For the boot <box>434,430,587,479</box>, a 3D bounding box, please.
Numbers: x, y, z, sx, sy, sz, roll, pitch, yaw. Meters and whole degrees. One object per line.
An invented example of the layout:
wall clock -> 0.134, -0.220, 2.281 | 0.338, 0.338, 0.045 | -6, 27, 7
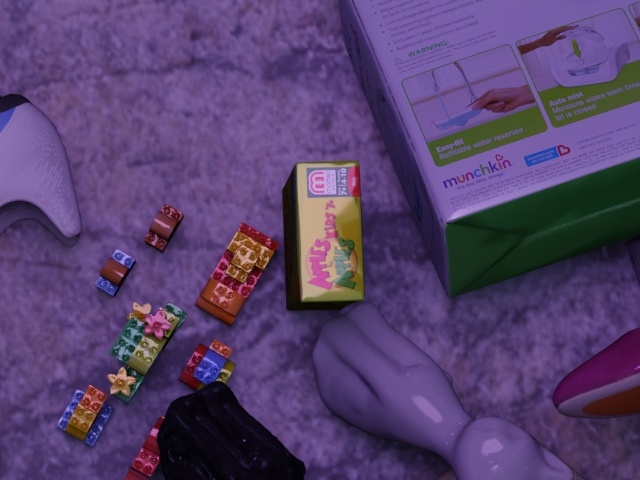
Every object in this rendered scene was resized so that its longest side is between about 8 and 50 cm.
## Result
boot -> 0.054, 0.204, 1.356 | 0.262, 0.095, 0.203 | 20, 50, 33

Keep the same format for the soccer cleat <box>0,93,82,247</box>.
soccer cleat -> -0.321, 0.017, 1.336 | 0.331, 0.116, 0.143 | -28, 88, -6

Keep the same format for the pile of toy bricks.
pile of toy bricks -> -0.117, 0.071, 1.353 | 0.118, 0.105, 0.212 | 30, 85, -2

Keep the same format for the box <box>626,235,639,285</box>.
box -> 0.284, 0.031, 1.385 | 0.087, 0.101, 0.102 | -17, 88, -4

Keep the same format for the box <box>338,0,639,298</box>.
box -> 0.168, -0.121, 1.337 | 0.262, 0.127, 0.231 | -19, 63, -5

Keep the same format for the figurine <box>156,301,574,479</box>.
figurine -> 0.034, 0.152, 1.290 | 0.215, 0.209, 0.092 | -27, 130, -25

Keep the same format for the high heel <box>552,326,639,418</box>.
high heel -> 0.260, 0.035, 1.307 | 0.244, 0.082, 0.117 | -25, 62, 9

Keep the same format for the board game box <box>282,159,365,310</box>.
board game box -> 0.000, 0.000, 1.327 | 0.043, 0.181, 0.092 | -2, 86, -4
